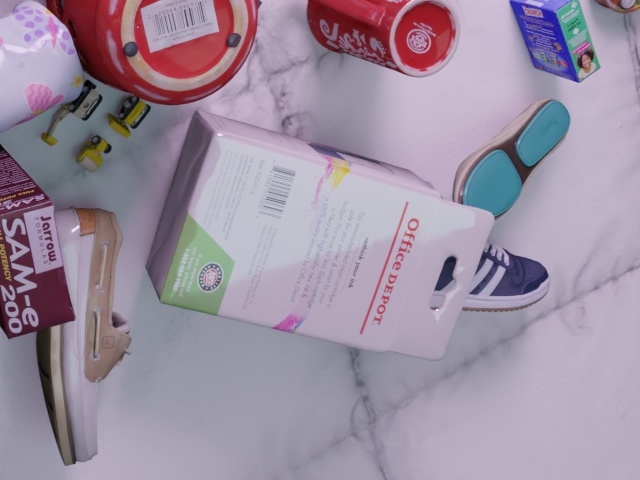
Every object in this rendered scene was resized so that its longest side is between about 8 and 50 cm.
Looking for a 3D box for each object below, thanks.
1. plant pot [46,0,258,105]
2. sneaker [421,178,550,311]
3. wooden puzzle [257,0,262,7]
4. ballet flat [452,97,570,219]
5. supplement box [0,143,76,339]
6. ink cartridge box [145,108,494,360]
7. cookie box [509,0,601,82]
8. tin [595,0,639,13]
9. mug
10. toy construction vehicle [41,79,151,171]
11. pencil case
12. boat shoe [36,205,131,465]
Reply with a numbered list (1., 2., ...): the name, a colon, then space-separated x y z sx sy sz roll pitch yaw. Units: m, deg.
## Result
1. plant pot: -0.167 -0.232 1.383 0.191 0.174 0.191 -11 116 -23
2. sneaker: 0.186 0.005 1.733 0.282 0.099 0.153 -1 112 -27
3. wooden puzzle: -0.103 -0.266 1.509 0.083 0.006 0.049 4 108 -31
4. ballet flat: 0.223 -0.093 1.694 0.248 0.086 0.086 -40 127 -35
5. supplement box: -0.321 -0.013 1.346 0.073 0.239 0.130 -18 118 -23
6. ink cartridge box: 0.000 0.000 1.569 0.353 0.119 0.207 15 103 -20
7. cookie box: 0.292 -0.258 1.689 0.040 0.092 0.107 -37 124 -15
8. tin: 0.390 -0.386 1.727 0.106 0.040 0.190 -11 115 -22
9. mug: 0.057 -0.242 1.512 0.150 0.169 0.113 -14 117 -25
10. toy construction vehicle: -0.246 -0.130 1.472 0.098 0.035 0.086 -53 136 3
11. pencil case: -0.361 -0.130 1.314 0.273 0.124 0.113 -36 88 -30
12. boat shoe: -0.261 0.110 1.510 0.103 0.113 0.302 -9 114 -21
